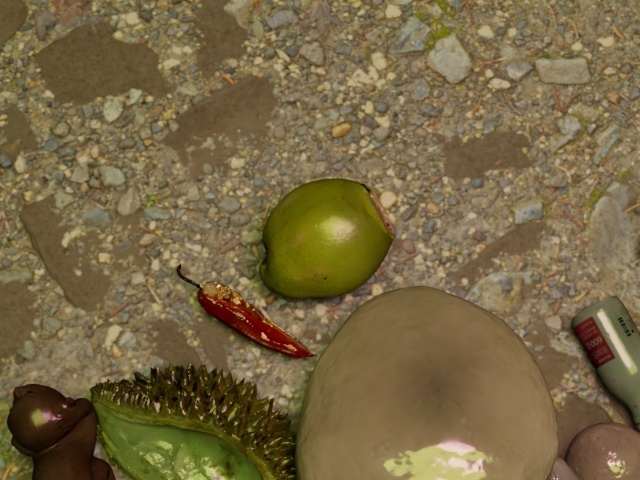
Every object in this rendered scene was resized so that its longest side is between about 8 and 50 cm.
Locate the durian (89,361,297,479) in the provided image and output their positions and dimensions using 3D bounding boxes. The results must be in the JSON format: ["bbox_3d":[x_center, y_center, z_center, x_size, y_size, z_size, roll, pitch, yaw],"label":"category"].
[{"bbox_3d":[-0.178,0.307,1.913,0.394,0.163,0.198,22,111,8],"label":"durian"}]

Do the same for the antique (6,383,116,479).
[{"bbox_3d":[-0.388,0.329,1.846,0.121,0.143,0.257,-21,74,3],"label":"antique"}]

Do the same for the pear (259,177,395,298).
[{"bbox_3d":[0.000,0.000,1.971,0.220,0.187,0.187,-26,75,10],"label":"pear"}]

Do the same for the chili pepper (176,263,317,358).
[{"bbox_3d":[-0.126,0.122,1.987,0.268,0.059,0.050,33,111,4],"label":"chili pepper"}]

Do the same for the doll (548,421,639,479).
[{"bbox_3d":[0.362,0.368,1.897,0.287,0.151,0.151,-14,73,-1],"label":"doll"}]

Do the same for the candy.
[{"bbox_3d":[0.150,0.239,1.842,0.386,0.186,0.427,-5,46,4],"label":"candy"}]

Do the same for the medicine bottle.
[{"bbox_3d":[0.486,0.201,1.976,0.090,0.090,0.216,-24,76,-11],"label":"medicine bottle"}]
